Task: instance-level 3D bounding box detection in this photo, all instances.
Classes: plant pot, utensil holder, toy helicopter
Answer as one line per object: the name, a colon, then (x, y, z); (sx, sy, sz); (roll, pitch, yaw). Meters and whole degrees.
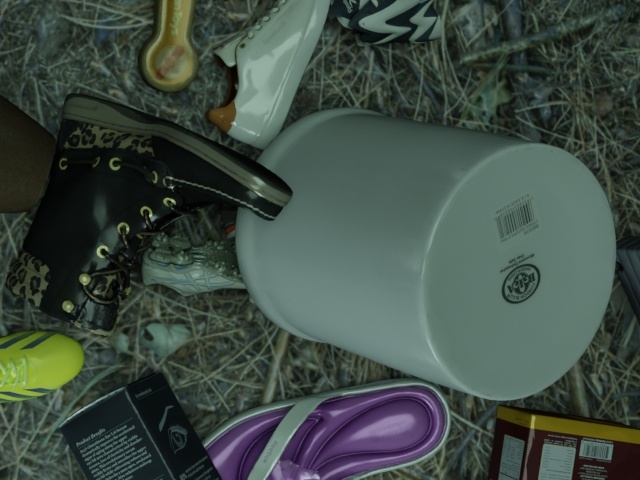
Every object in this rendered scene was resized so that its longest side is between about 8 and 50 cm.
plant pot: (-0.465, -0.123, 1.646); (0.230, 0.215, 0.215); (18, 85, -24)
utensil holder: (0.128, 0.010, 1.625); (0.327, 0.385, 0.327); (-8, 104, -33)
toy helicopter: (-0.175, -0.377, 1.761); (0.235, 0.140, 0.355); (4, 99, -22)

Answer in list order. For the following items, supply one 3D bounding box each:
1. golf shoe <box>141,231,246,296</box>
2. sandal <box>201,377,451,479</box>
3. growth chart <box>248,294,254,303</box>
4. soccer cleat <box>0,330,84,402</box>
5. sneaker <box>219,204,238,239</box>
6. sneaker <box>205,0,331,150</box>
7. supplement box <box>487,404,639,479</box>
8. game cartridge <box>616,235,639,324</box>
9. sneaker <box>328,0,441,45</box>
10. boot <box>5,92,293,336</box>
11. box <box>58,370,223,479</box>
golf shoe: (-0.161, 0.043, 1.775); (0.176, 0.086, 0.069); (14, 42, -16)
sandal: (-0.012, 0.291, 1.780); (0.416, 0.102, 0.169); (-23, 92, -10)
growth chart: (0.000, 0.000, 1.790); (0.172, 0.021, 0.237); (29, 84, -41)
soccer cleat: (-0.451, 0.169, 1.673); (0.289, 0.121, 0.093); (-2, 89, -13)
sneaker: (-0.068, -0.057, 1.797); (0.158, 0.061, 0.065); (-23, 83, -16)
sneaker: (-0.072, -0.278, 1.772); (0.123, 0.106, 0.290); (22, 86, -14)
supplement box: (0.351, 0.349, 1.848); (0.191, 0.129, 0.194); (10, 87, -13)
game cartridge: (0.541, 0.161, 1.843); (0.068, 0.230, 0.355); (-26, 95, -12)
sneaker: (0.079, -0.352, 1.772); (0.153, 0.235, 0.094); (-16, 59, -1)
boot: (-0.232, -0.013, 1.646); (0.377, 0.138, 0.284); (22, 88, 30)
box: (-0.224, 0.290, 1.681); (0.108, 0.153, 0.207); (-31, 85, 11)
